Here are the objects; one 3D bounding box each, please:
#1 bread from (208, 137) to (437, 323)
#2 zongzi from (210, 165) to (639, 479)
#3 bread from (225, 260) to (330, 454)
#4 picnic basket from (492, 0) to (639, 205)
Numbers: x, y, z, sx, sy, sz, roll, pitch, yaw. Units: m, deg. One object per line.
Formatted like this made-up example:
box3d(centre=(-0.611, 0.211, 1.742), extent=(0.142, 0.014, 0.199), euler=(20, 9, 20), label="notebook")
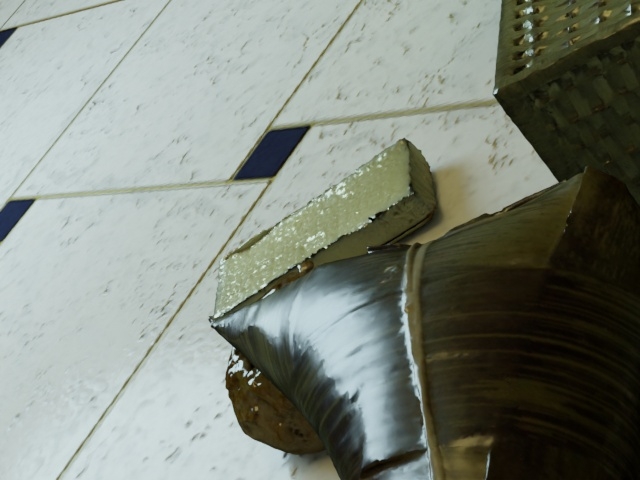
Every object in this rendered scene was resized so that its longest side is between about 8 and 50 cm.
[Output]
box3d(centre=(0.000, 0.000, 0.918), extent=(0.153, 0.028, 0.068), euler=(-32, 28, 19), label="bread")
box3d(centre=(0.021, 0.102, 0.643), extent=(0.241, 0.111, 0.248), euler=(-16, 38, 33), label="zongzi")
box3d(centre=(-0.012, 0.059, 0.813), extent=(0.082, 0.060, 0.113), euler=(-21, 35, 30), label="bread")
box3d(centre=(0.195, -0.106, 0.708), extent=(0.196, 0.134, 0.154), euler=(-26, 30, 28), label="picnic basket")
